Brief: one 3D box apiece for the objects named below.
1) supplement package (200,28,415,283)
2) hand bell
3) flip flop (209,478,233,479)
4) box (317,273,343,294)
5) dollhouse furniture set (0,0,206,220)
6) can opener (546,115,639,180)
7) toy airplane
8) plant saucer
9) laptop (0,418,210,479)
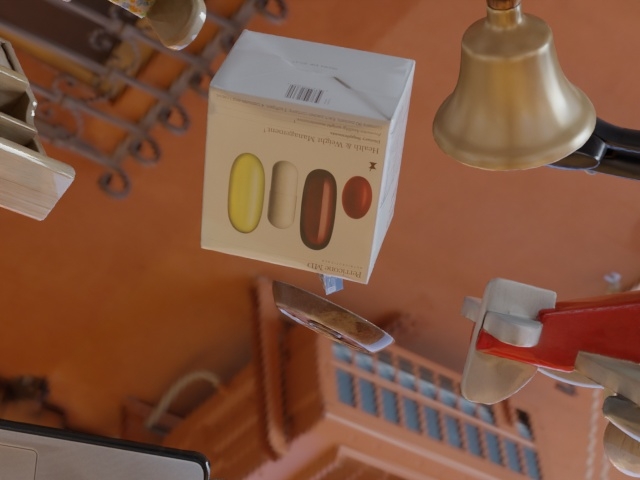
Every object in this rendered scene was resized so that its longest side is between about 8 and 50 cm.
[{"bbox_3d":[-0.015,-0.092,1.447,0.149,0.194,0.203,-67,166,-55],"label":"supplement package"},{"bbox_3d":[0.132,-0.183,0.966,0.126,0.126,0.242,-90,172,-51],"label":"hand bell"},{"bbox_3d":[-0.177,0.241,1.071,0.277,0.080,0.112,-2,-109,18],"label":"flip flop"},{"bbox_3d":[0.000,0.000,1.766,0.137,0.027,0.094,84,-16,-63],"label":"box"},{"bbox_3d":[-0.275,-0.263,1.342,0.394,0.362,0.256,-50,-135,18],"label":"dollhouse furniture set"},{"bbox_3d":[0.252,-0.070,1.108,0.059,0.186,0.073,95,8,-55],"label":"can opener"},{"bbox_3d":[0.351,0.157,1.602,0.385,0.386,0.272,0,-78,35],"label":"toy airplane"},{"bbox_3d":[0.010,0.098,1.647,0.168,0.168,0.029,8,-110,61],"label":"plant saucer"},{"bbox_3d":[-0.297,0.329,0.836,0.236,0.382,0.407,-72,171,-79],"label":"laptop"}]
